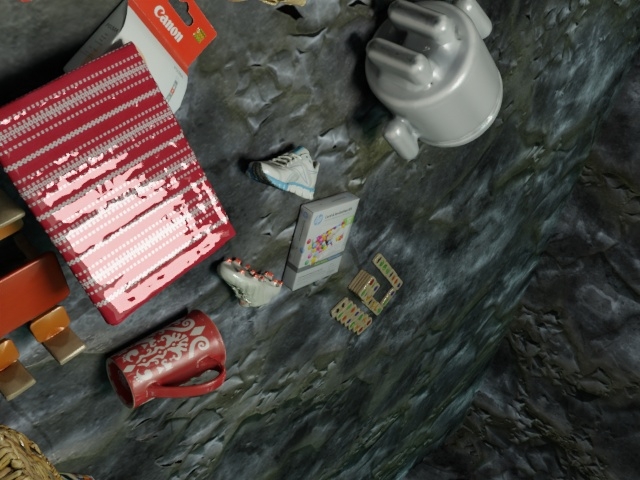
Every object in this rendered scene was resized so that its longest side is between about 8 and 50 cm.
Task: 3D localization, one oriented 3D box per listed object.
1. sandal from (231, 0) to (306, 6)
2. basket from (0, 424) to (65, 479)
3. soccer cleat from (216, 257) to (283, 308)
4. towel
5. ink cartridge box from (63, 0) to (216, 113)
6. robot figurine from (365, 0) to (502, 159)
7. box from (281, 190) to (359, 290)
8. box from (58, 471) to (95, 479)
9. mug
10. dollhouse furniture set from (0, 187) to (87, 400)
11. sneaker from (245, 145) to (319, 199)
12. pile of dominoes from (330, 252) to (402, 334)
[{"bbox_3d":[-0.027,-0.358,0.901,0.240,0.088,0.079,-48,144,-23],"label":"sandal"},{"bbox_3d":[-0.500,0.379,0.868,0.299,0.213,0.223,-35,173,-18],"label":"basket"},{"bbox_3d":[-0.134,0.086,1.220,0.076,0.068,0.196,-54,153,3],"label":"soccer cleat"},{"bbox_3d":[-0.230,-0.061,0.767,0.199,0.031,0.274,-39,119,-28],"label":"towel"},{"bbox_3d":[-0.204,-0.226,0.823,0.179,0.045,0.145,-49,151,-5],"label":"ink cartridge box"},{"bbox_3d":[0.210,-0.291,1.200,0.300,0.200,0.353,-56,150,4],"label":"robot figurine"},{"bbox_3d":[0.000,0.000,1.354,0.145,0.038,0.186,-20,134,-46],"label":"box"},{"bbox_3d":[-0.423,0.429,1.095,0.036,0.114,0.207,-52,151,-6],"label":"box"},{"bbox_3d":[-0.248,0.199,1.098,0.169,0.150,0.113,-24,104,-36],"label":"mug"},{"bbox_3d":[-0.336,0.049,0.815,0.259,0.135,0.262,-36,145,-30],"label":"dollhouse furniture set"},{"bbox_3d":[-0.058,-0.125,1.125,0.191,0.071,0.082,6,109,-66],"label":"sneaker"},{"bbox_3d":[0.132,0.151,1.696,0.196,0.040,0.251,-53,150,-5],"label":"pile of dominoes"}]
